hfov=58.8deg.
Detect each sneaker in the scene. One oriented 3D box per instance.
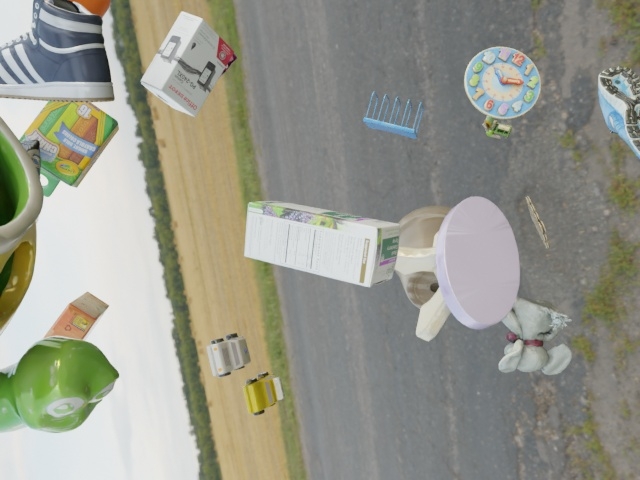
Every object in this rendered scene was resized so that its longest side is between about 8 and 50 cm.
[{"bbox_3d":[-0.745,-0.189,1.427,0.211,0.080,0.081,-110,12,-54],"label":"sneaker"},{"bbox_3d":[0.453,-0.173,0.820,0.073,0.063,0.162,57,-162,-62],"label":"sneaker"},{"bbox_3d":[-0.459,-0.302,0.896,0.099,0.281,0.153,-54,-32,-68],"label":"sneaker"}]

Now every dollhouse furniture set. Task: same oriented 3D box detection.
[{"bbox_3d":[0.584,-0.381,1.868,0.058,0.151,0.076,23,92,27],"label":"dollhouse furniture set"}]

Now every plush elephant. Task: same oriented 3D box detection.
[{"bbox_3d":[0.720,0.337,1.974,0.330,0.271,0.256,-137,62,-76],"label":"plush elephant"}]

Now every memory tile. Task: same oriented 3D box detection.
[{"bbox_3d":[0.640,-0.055,1.676,0.113,0.012,0.148,55,-159,-41],"label":"memory tile"}]

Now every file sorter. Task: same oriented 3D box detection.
[{"bbox_3d":[0.243,-0.410,1.857,0.118,0.170,0.105,-5,-68,-76],"label":"file sorter"}]

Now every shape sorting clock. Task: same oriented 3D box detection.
[{"bbox_3d":[0.490,-0.425,1.527,0.040,0.206,0.207,102,154,-76],"label":"shape sorting clock"}]

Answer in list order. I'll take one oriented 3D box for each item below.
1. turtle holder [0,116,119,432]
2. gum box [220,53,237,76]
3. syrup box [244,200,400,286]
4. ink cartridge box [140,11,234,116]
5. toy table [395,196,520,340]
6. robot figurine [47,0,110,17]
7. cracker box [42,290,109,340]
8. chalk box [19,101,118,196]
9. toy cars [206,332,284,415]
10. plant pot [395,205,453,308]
[{"bbox_3d":[-0.298,0.021,0.362,0.321,0.227,0.243,63,-166,0],"label":"turtle holder"},{"bbox_3d":[-0.298,-0.451,1.511,0.062,0.107,0.188,46,-154,-20],"label":"gum box"},{"bbox_3d":[0.000,0.000,0.917,0.236,0.093,0.097,11,101,28],"label":"syrup box"},{"bbox_3d":[-0.243,-0.320,1.048,0.063,0.151,0.109,28,178,28],"label":"ink cartridge box"},{"bbox_3d":[0.257,0.060,1.085,0.252,0.274,0.161,39,142,-7],"label":"toy table"},{"bbox_3d":[-0.594,-0.561,1.368,0.158,0.128,0.220,-8,54,41],"label":"robot figurine"},{"bbox_3d":[-0.530,0.199,1.202,0.067,0.156,0.232,36,173,-13],"label":"cracker box"},{"bbox_3d":[-0.731,-0.264,1.615,0.289,0.180,0.179,-58,17,-8],"label":"chalk box"},{"bbox_3d":[-0.188,0.370,1.594,0.177,0.087,0.394,-92,-19,-45],"label":"toy cars"},{"bbox_3d":[0.385,0.088,1.889,0.280,0.322,0.324,-71,-20,-60],"label":"plant pot"}]
